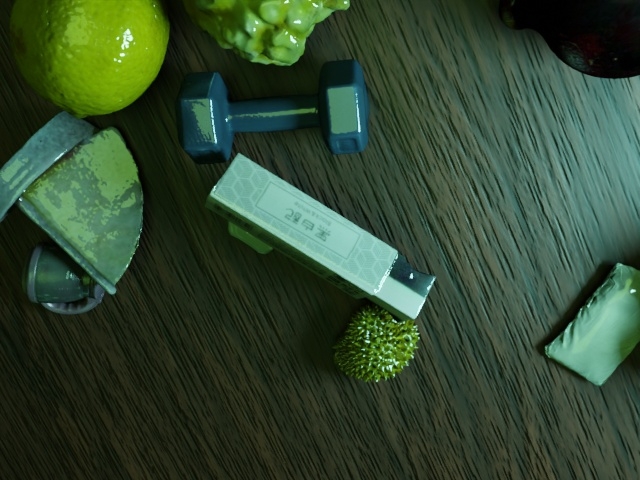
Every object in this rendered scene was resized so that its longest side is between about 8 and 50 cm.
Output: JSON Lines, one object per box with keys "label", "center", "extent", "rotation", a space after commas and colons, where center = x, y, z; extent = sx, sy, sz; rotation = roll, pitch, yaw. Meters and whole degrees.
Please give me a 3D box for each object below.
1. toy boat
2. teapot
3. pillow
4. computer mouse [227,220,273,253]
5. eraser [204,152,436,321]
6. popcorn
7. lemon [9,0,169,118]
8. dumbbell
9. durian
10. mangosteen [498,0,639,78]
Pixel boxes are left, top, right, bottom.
{"label": "toy boat", "center": [-0.449, -0.089, 1.261], "extent": [0.294, 0.111, 0.276], "rotation": [28, 82, -14]}
{"label": "teapot", "center": [-0.481, 0.081, 1.310], "extent": [0.146, 0.116, 0.148], "rotation": [7, 100, -8]}
{"label": "pillow", "center": [0.526, 0.154, 1.257], "extent": [0.128, 0.051, 0.229], "rotation": [34, 106, 0]}
{"label": "computer mouse", "center": [-0.128, -0.019, 1.290], "extent": [0.110, 0.032, 0.055], "rotation": [30, 106, 8]}
{"label": "eraser", "center": [0.000, 0.000, 1.191], "extent": [0.404, 0.098, 0.096], "rotation": [31, 73, -8]}
{"label": "popcorn", "center": [-0.077, -0.441, 1.052], "extent": [0.275, 0.279, 0.335], "rotation": [11, 109, 5]}
{"label": "lemon", "center": [-0.373, -0.340, 1.127], "extent": [0.268, 0.267, 0.267], "rotation": [1, 104, 5]}
{"label": "dumbbell", "center": [-0.079, -0.217, 1.179], "extent": [0.325, 0.144, 0.159], "rotation": [-3, 107, 5]}
{"label": "durian", "center": [0.119, 0.177, 1.280], "extent": [0.147, 0.102, 0.208], "rotation": [23, 97, -9]}
{"label": "mangosteen", "center": [0.423, -0.382, 1.019], "extent": [0.314, 0.297, 0.296], "rotation": [-9, 103, 15]}
